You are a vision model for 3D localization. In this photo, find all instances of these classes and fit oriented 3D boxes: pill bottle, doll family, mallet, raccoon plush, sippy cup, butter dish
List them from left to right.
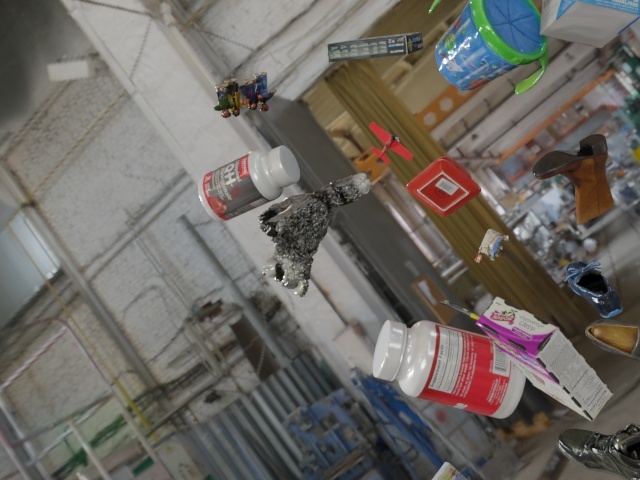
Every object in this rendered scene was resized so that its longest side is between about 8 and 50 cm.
[{"bbox_3d":[-0.209,-0.396,1.948,0.192,0.112,0.076,-14,28,-12],"label":"doll family"},{"bbox_3d":[-0.233,-0.195,2.335,0.318,0.177,0.176,-22,-1,23],"label":"pill bottle"},{"bbox_3d":[0.000,0.000,2.330,0.446,0.299,0.216,-18,22,16],"label":"raccoon plush"},{"bbox_3d":[0.348,-0.172,1.956,0.160,0.160,0.118,-39,23,43],"label":"butter dish"},{"bbox_3d":[0.372,0.367,2.064,0.229,0.407,0.229,-165,90,-86],"label":"pill bottle"},{"bbox_3d":[0.414,0.200,1.889,0.062,0.189,0.039,-22,-44,-56],"label":"mallet"},{"bbox_3d":[0.425,-0.513,1.823,0.240,0.306,0.224,-19,-9,-37],"label":"sippy cup"}]

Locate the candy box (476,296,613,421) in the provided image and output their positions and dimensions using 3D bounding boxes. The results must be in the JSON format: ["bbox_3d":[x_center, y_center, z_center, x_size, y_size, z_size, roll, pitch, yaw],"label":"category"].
[{"bbox_3d":[0.412,0.216,1.287,0.071,0.233,0.159,-49,31,-6],"label":"candy box"}]

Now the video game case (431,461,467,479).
[{"bbox_3d":[0.323,0.703,1.759,0.212,0.193,0.023,-47,2,-19],"label":"video game case"}]

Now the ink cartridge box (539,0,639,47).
[{"bbox_3d":[0.638,-0.609,1.651,0.168,0.233,0.171,9,-11,-8],"label":"ink cartridge box"}]

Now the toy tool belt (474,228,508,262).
[{"bbox_3d":[0.386,0.019,1.577,0.083,0.051,0.052,-67,-14,6],"label":"toy tool belt"}]

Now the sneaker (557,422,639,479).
[{"bbox_3d":[0.554,0.391,1.338,0.087,0.130,0.227,-39,31,-24],"label":"sneaker"}]

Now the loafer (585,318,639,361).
[{"bbox_3d":[0.469,0.151,1.015,0.170,0.062,0.061,5,-5,42],"label":"loafer"}]

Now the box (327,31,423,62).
[{"bbox_3d":[0.149,-0.518,1.876,0.220,0.051,0.175,0,18,22],"label":"box"}]

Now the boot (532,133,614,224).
[{"bbox_3d":[0.826,-0.176,2.288,0.264,0.281,0.096,-29,34,-12],"label":"boot"}]

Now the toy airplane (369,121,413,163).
[{"bbox_3d":[0.183,-0.261,1.943,0.028,0.151,0.151,-48,-4,-19],"label":"toy airplane"}]

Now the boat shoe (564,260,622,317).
[{"bbox_3d":[0.754,0.110,1.931,0.109,0.089,0.258,-30,24,1],"label":"boat shoe"}]
